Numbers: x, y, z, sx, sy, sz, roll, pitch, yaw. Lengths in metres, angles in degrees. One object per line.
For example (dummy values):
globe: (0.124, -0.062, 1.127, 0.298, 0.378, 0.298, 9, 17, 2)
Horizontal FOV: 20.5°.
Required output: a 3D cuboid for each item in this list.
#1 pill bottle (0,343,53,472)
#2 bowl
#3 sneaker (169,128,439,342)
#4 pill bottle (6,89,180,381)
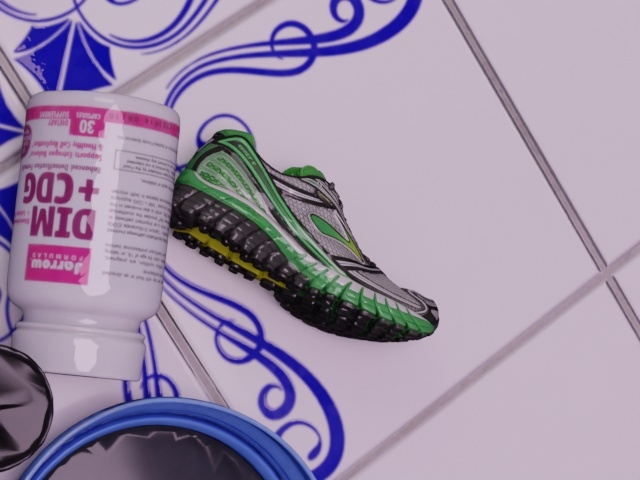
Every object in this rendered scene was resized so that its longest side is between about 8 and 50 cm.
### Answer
pill bottle: (-0.345, 0.161, 1.722, 0.122, 0.219, 0.123, 2, 86, -24)
bowl: (-0.170, 0.360, 1.865, 0.391, 0.077, 0.391, 2, 86, -24)
sneaker: (0.000, 0.000, 1.930, 0.343, 0.134, 0.146, 35, 69, -20)
pill bottle: (-0.236, -0.002, 1.811, 0.160, 0.160, 0.283, 8, 84, -23)
